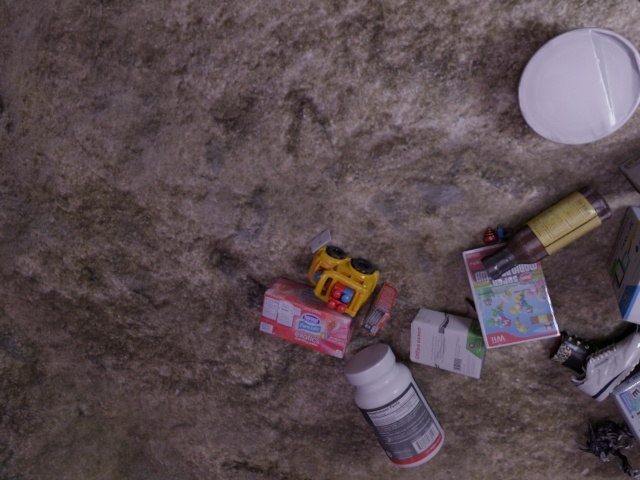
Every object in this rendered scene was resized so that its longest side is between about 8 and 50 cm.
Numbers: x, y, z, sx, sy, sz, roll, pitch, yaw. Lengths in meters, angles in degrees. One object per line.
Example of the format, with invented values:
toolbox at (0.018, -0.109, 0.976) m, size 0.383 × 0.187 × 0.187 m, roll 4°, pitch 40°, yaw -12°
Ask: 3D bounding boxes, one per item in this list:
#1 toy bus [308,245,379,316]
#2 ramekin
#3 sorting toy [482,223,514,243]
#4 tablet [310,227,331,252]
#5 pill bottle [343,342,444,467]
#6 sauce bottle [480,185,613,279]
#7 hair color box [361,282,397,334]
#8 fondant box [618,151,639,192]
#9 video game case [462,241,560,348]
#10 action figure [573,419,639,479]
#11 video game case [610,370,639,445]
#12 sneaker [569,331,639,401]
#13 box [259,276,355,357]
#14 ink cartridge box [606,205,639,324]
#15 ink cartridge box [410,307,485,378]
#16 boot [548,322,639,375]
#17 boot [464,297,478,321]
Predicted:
toy bus at (0.049, 0.139, 1.587) m, size 0.220 × 0.211 × 0.150 m, roll 27°, pitch 117°, yaw 9°
ramekin at (0.628, -0.377, 1.247) m, size 0.272 × 0.127 × 0.273 m, roll 6°, pitch 111°, yaw 17°
sorting toy at (0.518, -0.022, 1.463) m, size 0.101 × 0.061 × 0.042 m, roll -11°, pitch 72°, yaw 15°
tablet at (0.000, 0.000, 1.642) m, size 0.083 × 0.054 × 0.006 m, roll -36°, pitch 131°, yaw 26°
pill bottle at (0.238, 0.536, 1.671) m, size 0.210 × 0.210 × 0.363 m, roll -26°, pitch 99°, yaw 25°
sauce bottle at (0.600, -0.012, 1.376) m, size 0.344 × 0.111 × 0.111 m, roll -34°, pitch 96°, yaw 16°
hair color box at (0.186, 0.212, 1.590) m, size 0.053 × 0.167 × 0.093 m, roll 33°, pitch 117°, yaw 5°
fondant box at (0.890, -0.209, 1.159) m, size 0.330 × 0.238 × 0.096 m, roll -36°, pitch 97°, yaw 26°
video game case at (0.540, 0.149, 1.449) m, size 0.203 × 0.025 × 0.286 m, roll -14°, pitch 81°, yaw 13°
action figure at (0.915, 0.610, 1.512) m, size 0.275 × 0.141 × 0.164 m, roll -26°, pitch 106°, yaw 22°
video game case at (1.009, 0.477, 1.411) m, size 0.299 × 0.036 × 0.329 m, roll -33°, pitch 96°, yaw -2°
sneaker at (0.791, 0.335, 1.393) m, size 0.094 × 0.090 × 0.235 m, roll 37°, pitch 115°, yaw 22°
box at (-0.036, 0.251, 1.694) m, size 0.299 × 0.142 × 0.154 m, roll 16°, pitch 114°, yaw 12°
ink cartridge box at (0.856, 0.068, 1.247) m, size 0.197 × 0.270 × 0.198 m, roll 12°, pitch 119°, yaw 15°
ink cartridge box at (0.398, 0.315, 1.577) m, size 0.219 × 0.092 × 0.160 m, roll 11°, pitch 119°, yaw 25°
boot at (0.799, 0.304, 1.468) m, size 0.178 × 0.085 × 0.237 m, roll 27°, pitch 114°, yaw 10°
boot at (0.468, 0.245, 1.581) m, size 0.118 × 0.042 × 0.087 m, roll 45°, pitch 122°, yaw 4°
